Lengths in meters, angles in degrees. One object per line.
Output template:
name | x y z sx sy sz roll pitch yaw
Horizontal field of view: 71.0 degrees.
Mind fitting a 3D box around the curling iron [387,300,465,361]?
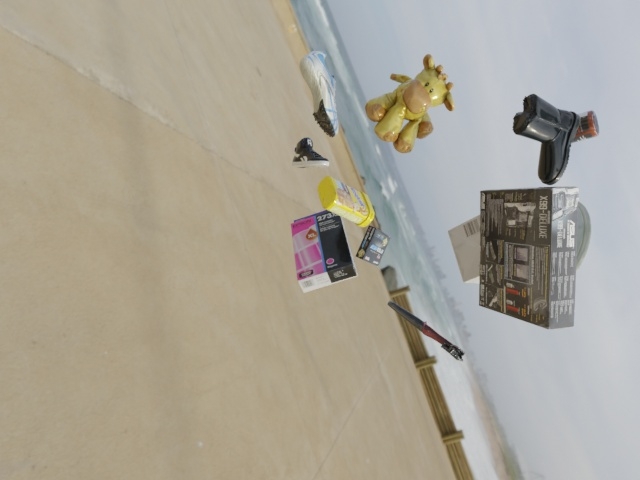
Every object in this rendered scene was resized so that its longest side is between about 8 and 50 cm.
curling iron | 0.308 0.256 1.314 0.274 0.035 0.068 38 -4 33

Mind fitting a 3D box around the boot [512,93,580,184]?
boot | 0.692 -0.317 1.422 0.094 0.207 0.247 -135 -121 -68

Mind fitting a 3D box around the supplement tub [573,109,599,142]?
supplement tub | 0.978 -0.434 1.770 0.106 0.197 0.106 15 70 -47

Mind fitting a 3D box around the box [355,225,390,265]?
box | 0.276 0.031 2.330 0.051 0.175 0.220 24 0 30

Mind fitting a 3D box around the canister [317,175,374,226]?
canister | 0.079 -0.123 1.419 0.169 0.073 0.126 22 38 -37

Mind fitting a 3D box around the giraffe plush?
giraffe plush | 0.234 -0.334 1.069 0.181 0.210 0.170 34 -14 -14

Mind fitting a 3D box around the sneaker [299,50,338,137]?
sneaker | 0.014 -0.395 1.223 0.085 0.086 0.237 33 -30 48

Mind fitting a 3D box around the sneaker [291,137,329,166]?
sneaker | -0.042 -0.357 1.808 0.079 0.216 0.121 5 94 -39

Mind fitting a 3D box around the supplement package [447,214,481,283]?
supplement package | 0.569 0.029 1.391 0.292 0.177 0.176 9 61 -40

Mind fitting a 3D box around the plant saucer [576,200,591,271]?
plant saucer | 0.821 0.015 1.686 0.100 0.401 0.401 19 26 -8

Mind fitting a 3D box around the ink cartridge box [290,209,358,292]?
ink cartridge box | 0.000 0.000 1.460 0.371 0.175 0.069 -101 171 -52

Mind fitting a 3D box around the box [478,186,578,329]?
box | 0.480 0.028 1.061 0.242 0.076 0.308 -167 -105 -72
